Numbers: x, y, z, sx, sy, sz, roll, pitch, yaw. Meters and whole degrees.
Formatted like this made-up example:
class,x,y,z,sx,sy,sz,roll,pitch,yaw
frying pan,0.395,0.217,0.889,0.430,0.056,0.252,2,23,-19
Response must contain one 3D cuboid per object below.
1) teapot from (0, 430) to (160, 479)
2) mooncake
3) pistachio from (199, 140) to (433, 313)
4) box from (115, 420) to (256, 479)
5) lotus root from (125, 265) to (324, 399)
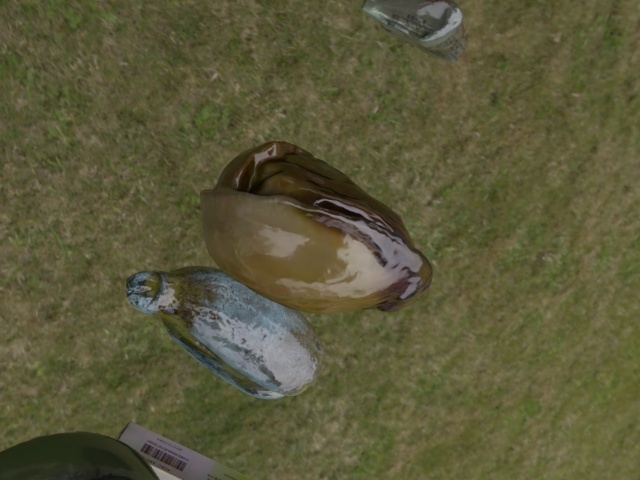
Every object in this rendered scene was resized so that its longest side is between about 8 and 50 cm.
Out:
class,x,y,z,sx,sy,sz,roll,pitch,yaw
teapot,-0.050,0.267,0.331,0.200,0.337,0.270,-31,122,-40
mooncake,0.130,-0.290,0.914,0.073,0.130,0.125,-59,165,12
pistachio,0.000,0.000,0.588,0.210,0.165,0.130,29,71,-15
box,-0.218,0.412,1.120,0.260,0.062,0.175,25,124,2
lotus root,-0.131,0.116,1.029,0.322,0.158,0.140,39,59,-23
